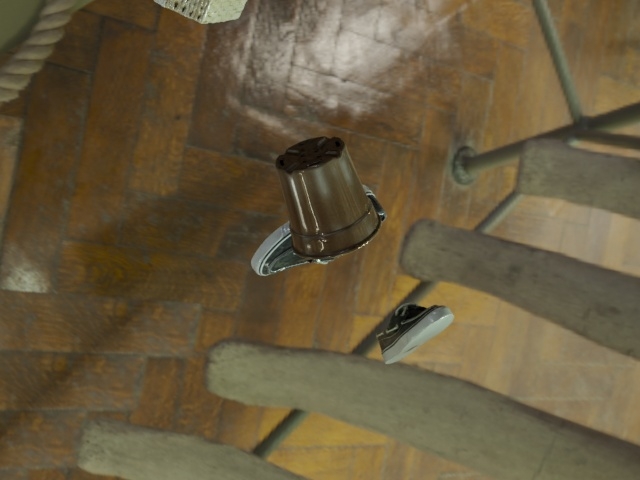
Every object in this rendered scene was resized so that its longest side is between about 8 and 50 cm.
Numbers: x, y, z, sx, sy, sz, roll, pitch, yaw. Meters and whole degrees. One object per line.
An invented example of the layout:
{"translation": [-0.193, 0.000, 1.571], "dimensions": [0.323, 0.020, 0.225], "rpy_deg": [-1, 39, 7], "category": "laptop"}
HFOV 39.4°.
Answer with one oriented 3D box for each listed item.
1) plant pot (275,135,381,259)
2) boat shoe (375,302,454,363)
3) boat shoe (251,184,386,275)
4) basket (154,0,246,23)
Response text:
{"translation": [0.005, -0.080, 1.539], "dimensions": [0.167, 0.167, 0.165], "rpy_deg": [-36, 123, -28], "category": "plant pot"}
{"translation": [0.147, 0.144, 1.502], "dimensions": [0.078, 0.219, 0.070], "rpy_deg": [-17, 73, -28], "category": "boat shoe"}
{"translation": [0.000, 0.000, 1.877], "dimensions": [0.301, 0.102, 0.108], "rpy_deg": [-30, 152, -10], "category": "boat shoe"}
{"translation": [-0.202, -0.459, 1.608], "dimensions": [0.113, 0.103, 0.167], "rpy_deg": [-63, 169, 25], "category": "basket"}
